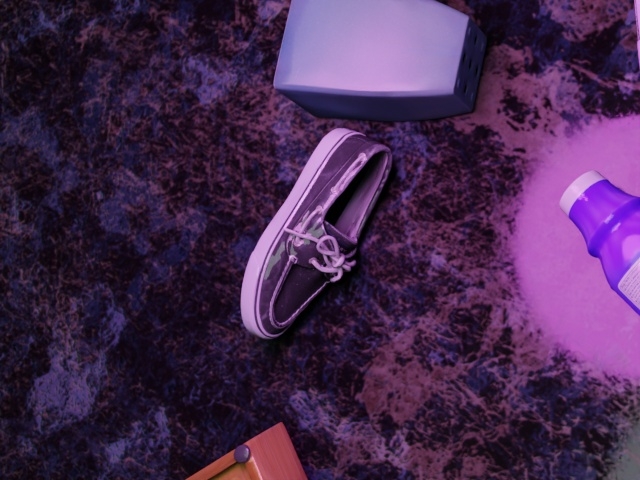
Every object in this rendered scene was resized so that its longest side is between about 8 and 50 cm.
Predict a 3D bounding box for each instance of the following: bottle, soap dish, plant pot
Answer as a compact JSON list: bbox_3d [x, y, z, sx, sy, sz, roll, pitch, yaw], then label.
[{"bbox_3d":[0.403,0.030,1.841,0.118,0.092,0.283,-48,62,11],"label":"bottle"},{"bbox_3d":[-0.098,0.416,2.015,0.229,0.118,0.290,-33,65,19],"label":"soap dish"},{"bbox_3d":[0.088,-0.245,2.035,0.234,0.165,0.165,11,84,22],"label":"plant pot"}]

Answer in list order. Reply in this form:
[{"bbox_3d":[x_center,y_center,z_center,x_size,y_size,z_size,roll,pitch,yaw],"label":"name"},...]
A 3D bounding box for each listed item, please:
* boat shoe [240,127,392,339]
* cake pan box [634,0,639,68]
[{"bbox_3d":[0.003,0.001,2.053,0.105,0.113,0.306,26,83,44],"label":"boat shoe"},{"bbox_3d":[0.430,-0.168,1.782,0.070,0.246,0.266,-10,74,27],"label":"cake pan box"}]
